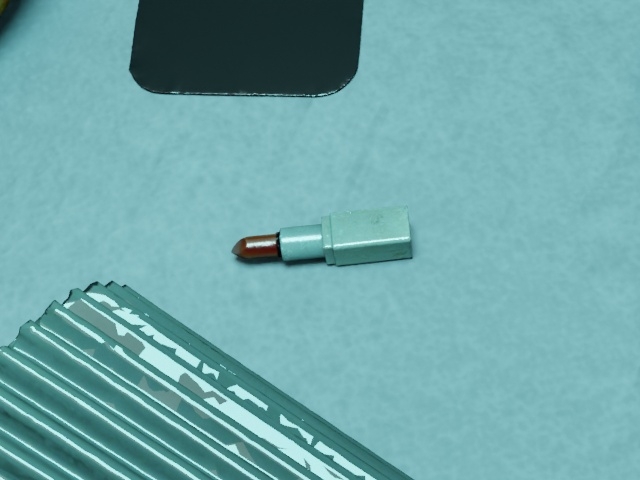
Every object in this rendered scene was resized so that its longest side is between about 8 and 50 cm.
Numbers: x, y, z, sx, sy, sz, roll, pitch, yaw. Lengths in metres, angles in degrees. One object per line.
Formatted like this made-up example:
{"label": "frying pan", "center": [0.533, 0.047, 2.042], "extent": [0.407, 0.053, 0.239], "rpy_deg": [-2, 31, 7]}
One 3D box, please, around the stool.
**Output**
{"label": "stool", "center": [-0.053, 0.225, 1.017], "extent": [0.330, 0.297, 0.297], "rpy_deg": [28, 69, 15]}

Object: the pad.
{"label": "pad", "center": [-0.052, -0.228, 1.408], "extent": [0.181, 0.004, 0.267], "rpy_deg": [2, 62, 8]}

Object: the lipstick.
{"label": "lipstick", "center": [0.000, 0.000, 1.267], "extent": [0.129, 0.030, 0.030], "rpy_deg": [-7, 62, 3]}

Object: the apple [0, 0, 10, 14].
{"label": "apple", "center": [-0.349, -0.242, 1.321], "extent": [0.241, 0.242, 0.242], "rpy_deg": [35, 71, 24]}
